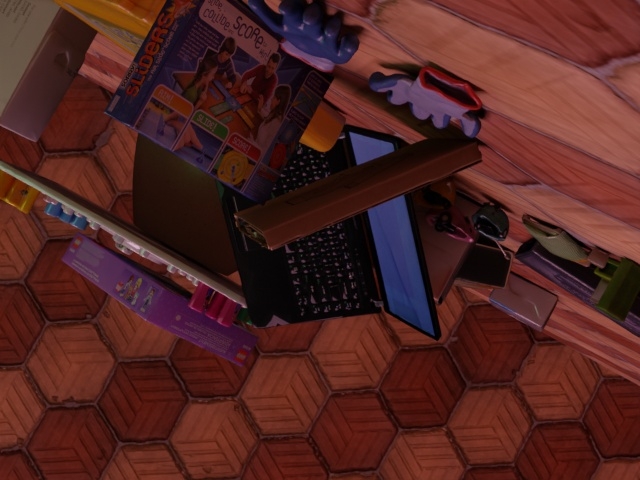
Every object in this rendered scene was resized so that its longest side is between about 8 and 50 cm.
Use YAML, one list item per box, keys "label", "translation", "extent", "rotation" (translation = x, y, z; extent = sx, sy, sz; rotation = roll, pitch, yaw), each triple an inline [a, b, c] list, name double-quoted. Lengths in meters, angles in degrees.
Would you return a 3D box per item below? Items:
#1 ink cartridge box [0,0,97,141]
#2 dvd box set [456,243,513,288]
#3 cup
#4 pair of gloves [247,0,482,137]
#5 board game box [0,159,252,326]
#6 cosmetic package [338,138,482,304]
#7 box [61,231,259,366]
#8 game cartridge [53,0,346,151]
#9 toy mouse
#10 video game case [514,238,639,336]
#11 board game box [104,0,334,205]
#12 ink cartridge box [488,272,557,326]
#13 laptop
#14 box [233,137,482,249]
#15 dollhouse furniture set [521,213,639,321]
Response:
- label: "ink cartridge box"
  translation: [-0.498, -0.299, 1.947]
  extent: [0.270, 0.197, 0.198]
  rotation: [29, 179, 6]
- label: "dvd box set"
  translation: [0.130, 0.020, 2.159]
  extent: [0.307, 0.062, 0.420]
  rotation: [12, 178, 1]
- label: "cup"
  translation: [-0.158, -0.087, 2.097]
  extent: [0.331, 0.237, 0.331]
  rotation: [28, 179, 0]
- label: "pair of gloves"
  translation: [0.036, -0.131, 1.002]
  extent: [0.198, 0.023, 0.159]
  rotation: [28, 177, -2]
- label: "board game box"
  translation: [-0.265, 0.014, 1.965]
  extent: [0.390, 0.050, 0.390]
  rotation: [29, 178, 3]
- label: "cosmetic package"
  translation: [0.047, -0.044, 1.682]
  extent: [0.296, 0.129, 0.153]
  rotation: [29, 180, 9]
- label: "box"
  translation: [-0.252, 0.089, 2.102]
  extent: [0.201, 0.057, 0.293]
  rotation: [31, 177, -39]
- label: "game cartridge"
  translation: [-0.163, -0.212, 1.431]
  extent: [0.285, 0.053, 0.323]
  rotation: [27, 179, 42]
- label: "toy mouse"
  translation: [0.167, -0.028, 1.536]
  extent: [0.143, 0.031, 0.161]
  rotation: [33, 162, -17]
- label: "video game case"
  translation: [0.330, 0.061, 1.637]
  extent: [0.196, 0.026, 0.274]
  rotation: [33, 179, 5]
- label: "board game box"
  translation: [-0.080, -0.125, 1.158]
  extent: [0.035, 0.136, 0.201]
  rotation: [28, 178, 36]
- label: "ink cartridge box"
  translation: [0.358, 0.108, 2.392]
  extent: [0.104, 0.062, 0.181]
  rotation: [29, 178, 11]
- label: "laptop"
  translation: [0.000, 0.000, 1.537]
  extent: [0.264, 0.234, 0.136]
  rotation: [-8, -165, 18]
- label: "box"
  translation: [0.028, -0.046, 1.211]
  extent: [0.164, 0.201, 0.021]
  rotation: [-154, 42, -76]
- label: "dollhouse furniture set"
  translation: [0.270, 0.031, 1.430]
  extent: [0.076, 0.059, 0.151]
  rotation: [31, 178, -42]
